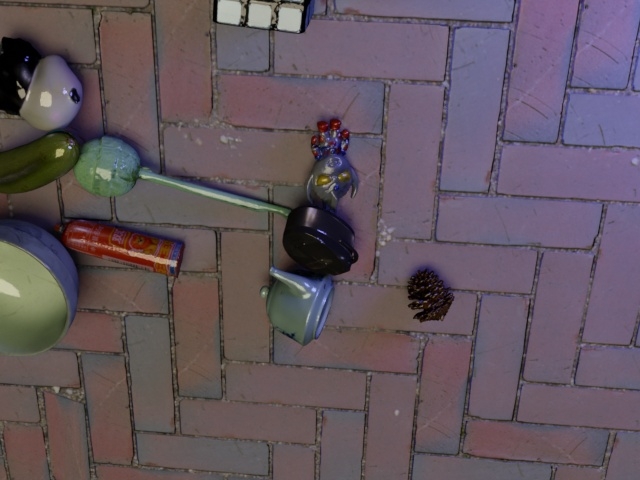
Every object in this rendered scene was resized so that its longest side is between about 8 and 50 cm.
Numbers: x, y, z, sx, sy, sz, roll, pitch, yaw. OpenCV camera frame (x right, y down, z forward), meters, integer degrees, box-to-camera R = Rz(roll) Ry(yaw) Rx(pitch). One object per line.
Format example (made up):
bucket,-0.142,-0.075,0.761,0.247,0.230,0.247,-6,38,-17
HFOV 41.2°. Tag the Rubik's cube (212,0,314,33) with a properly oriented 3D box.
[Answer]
Rubik's cube,-0.090,-0.456,1.458,0.160,0.162,0.163,8,118,2

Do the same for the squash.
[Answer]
squash,-0.585,-0.139,1.671,0.340,0.094,0.095,-12,117,35

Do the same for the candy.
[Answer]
candy,-0.270,-0.110,1.697,0.439,0.119,0.119,13,117,-10

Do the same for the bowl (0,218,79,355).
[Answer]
bowl,-0.639,0.081,1.771,0.306,0.163,0.307,5,120,8

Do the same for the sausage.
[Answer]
sausage,-0.421,0.010,1.775,0.273,0.074,0.074,14,117,0

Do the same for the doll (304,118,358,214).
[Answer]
doll,0.022,-0.140,1.662,0.104,0.062,0.195,-21,121,-34

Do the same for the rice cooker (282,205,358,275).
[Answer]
rice cooker,0.000,0.000,1.689,0.112,0.107,0.165,-18,144,40

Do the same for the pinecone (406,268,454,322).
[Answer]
pinecone,0.227,0.113,1.755,0.102,0.102,0.110,-10,105,10

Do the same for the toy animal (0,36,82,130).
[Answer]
toy animal,-0.542,-0.282,1.613,0.179,0.138,0.166,21,137,-14

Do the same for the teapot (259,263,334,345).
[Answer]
teapot,-0.057,0.129,1.765,0.158,0.159,0.232,7,145,2
